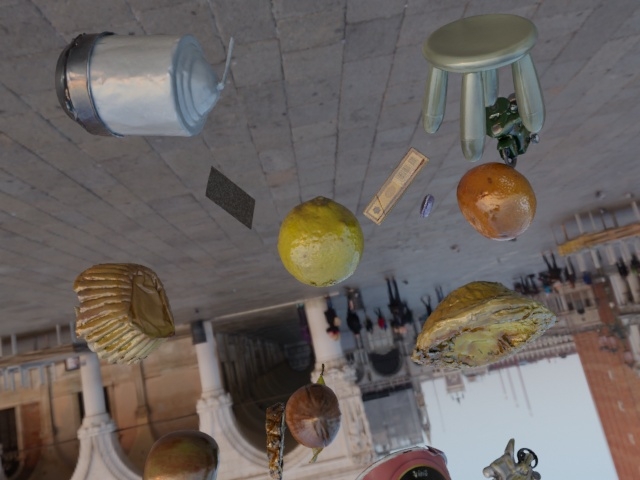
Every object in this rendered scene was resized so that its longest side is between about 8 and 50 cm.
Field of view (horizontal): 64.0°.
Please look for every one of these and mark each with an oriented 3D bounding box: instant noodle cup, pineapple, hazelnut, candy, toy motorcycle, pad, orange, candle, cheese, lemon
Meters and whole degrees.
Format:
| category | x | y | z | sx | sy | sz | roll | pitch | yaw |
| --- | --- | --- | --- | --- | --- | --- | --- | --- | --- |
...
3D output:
| category | x | y | z | sx | sy | sz | roll | pitch | yaw |
| --- | --- | --- | --- | --- | --- | --- | --- | --- | --- |
| instant noodle cup | 0.204 | 0.588 | 1.022 | 0.244 | 0.255 | 0.244 | -10 | 128 | -13 |
| pineapple | -0.120 | 0.539 | 1.383 | 0.047 | 0.221 | 0.221 | 0 | 168 | 0 |
| hazelnut | -0.009 | 0.418 | 1.224 | 0.150 | 0.150 | 0.150 | -12 | 168 | -2 |
| candy | -0.003 | 0.593 | 1.752 | 0.081 | 0.297 | 0.187 | 11 | 132 | -8 |
| toy motorcycle | 0.552 | 0.690 | 1.496 | 0.151 | 0.228 | 0.074 | 24 | 143 | 14 |
| pad | -0.332 | -0.158 | 1.912 | 0.003 | 0.158 | 0.235 | -25 | 134 | 29 |
| orange | 0.467 | -0.107 | 1.363 | 0.170 | 0.224 | 0.224 | -37 | 167 | 1 |
| toy motorcycle | 0.524 | -0.330 | 1.406 | 0.125 | 0.187 | 0.274 | -10 | -150 | 43 |
| candle | -0.359 | -0.329 | 1.094 | 0.342 | 0.221 | 0.221 | 4 | 171 | 10 |
| cheese | 0.417 | -0.136 | 2.013 | 0.042 | 0.105 | 0.191 | 20 | -169 | 15 |
| lemon | 0.000 | 0.000 | 2.061 | 0.350 | 0.387 | 0.350 | -6 | -149 | 3 |

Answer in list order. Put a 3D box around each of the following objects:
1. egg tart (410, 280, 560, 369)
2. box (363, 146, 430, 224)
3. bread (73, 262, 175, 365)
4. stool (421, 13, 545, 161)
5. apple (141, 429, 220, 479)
| category | x | y | z | sx | sy | sz | roll | pitch | yaw |
| --- | --- | --- | --- | --- | --- | --- | --- | --- | --- |
| egg tart | 0.265 | 0.138 | 0.855 | 0.252 | 0.098 | 0.232 | -9 | 142 | -10 |
| box | 0.291 | -0.208 | 1.940 | 0.301 | 0.084 | 0.193 | -54 | 173 | 15 |
| bread | -0.477 | 0.165 | 1.267 | 0.149 | 0.274 | 0.274 | -32 | 163 | 16 |
| stool | 0.300 | -0.290 | 0.953 | 0.195 | 0.195 | 0.198 | -27 | 130 | -8 |
| apple | -0.336 | 0.558 | 1.243 | 0.174 | 0.188 | 0.188 | 11 | 165 | -7 |
